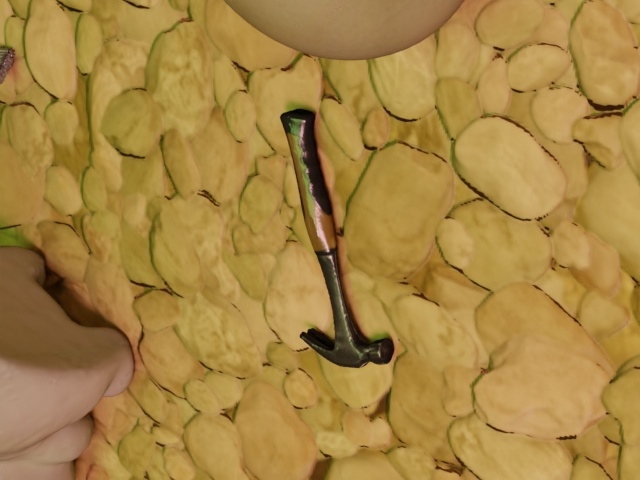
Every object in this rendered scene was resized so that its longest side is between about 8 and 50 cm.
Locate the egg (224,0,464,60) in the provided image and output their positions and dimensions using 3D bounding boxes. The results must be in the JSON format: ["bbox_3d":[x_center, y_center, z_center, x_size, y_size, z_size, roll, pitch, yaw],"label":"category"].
[{"bbox_3d":[-0.002,-0.230,0.934,0.188,0.188,0.254,-44,69,41],"label":"egg"}]

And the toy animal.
[{"bbox_3d":[-0.341,0.188,1.339,0.196,0.241,0.368,45,129,22],"label":"toy animal"}]

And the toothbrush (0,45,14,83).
[{"bbox_3d":[-0.320,-0.057,1.278,0.024,0.018,0.257,9,67,33],"label":"toothbrush"}]

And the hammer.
[{"bbox_3d":[0.000,0.000,1.127,0.078,0.021,0.201,-7,100,42],"label":"hammer"}]
